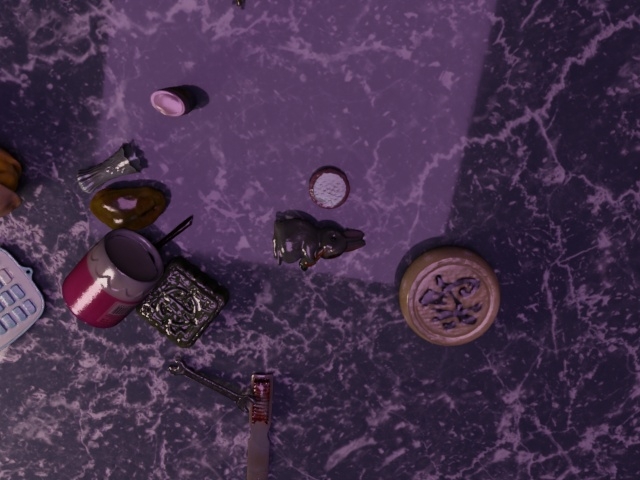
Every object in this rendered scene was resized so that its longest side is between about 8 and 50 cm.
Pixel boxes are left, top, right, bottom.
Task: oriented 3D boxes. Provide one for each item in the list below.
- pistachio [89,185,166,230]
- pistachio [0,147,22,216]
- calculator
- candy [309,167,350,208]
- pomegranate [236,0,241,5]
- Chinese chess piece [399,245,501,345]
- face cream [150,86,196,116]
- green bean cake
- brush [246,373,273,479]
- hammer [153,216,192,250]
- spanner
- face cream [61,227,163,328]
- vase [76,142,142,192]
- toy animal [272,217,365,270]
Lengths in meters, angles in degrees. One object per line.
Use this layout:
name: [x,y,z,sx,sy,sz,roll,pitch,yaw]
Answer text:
pistachio: [-0.474,-0.076,1.721,0.189,0.100,0.110,-2,100,-2]
pistachio: [-0.864,-0.120,1.656,0.309,0.230,0.229,-11,104,-4]
calculator: [-0.893,0.177,1.801,0.386,0.054,0.256,-33,102,5]
candy: [0.022,-0.129,1.748,0.103,0.043,0.103,0,106,0]
pomegranate: [-0.149,-0.634,1.560,0.181,0.181,0.224,40,115,-10]
Chinese chess piece: [0.328,0.141,1.791,0.257,0.104,0.257,0,103,-2]
face cream: [-0.332,-0.321,1.612,0.084,0.198,0.057,25,102,-8]
green bean cake: [-0.353,0.158,1.792,0.185,0.094,0.183,40,101,-5]
brush: [-0.164,0.515,1.904,0.060,0.050,0.321,2,105,-6]
hammer: [-0.388,0.001,1.786,0.178,0.021,0.065,-38,102,5]
spanner: [-0.287,0.383,1.860,0.255,0.015,0.054,26,108,3]
face cream: [-0.501,0.092,1.703,0.175,0.175,0.195,44,115,-11]
vase: [-0.519,-0.171,1.713,0.149,0.081,0.081,-25,103,9]
toy animal: [-0.004,0.003,1.747,0.236,0.108,0.138,-8,104,0]
